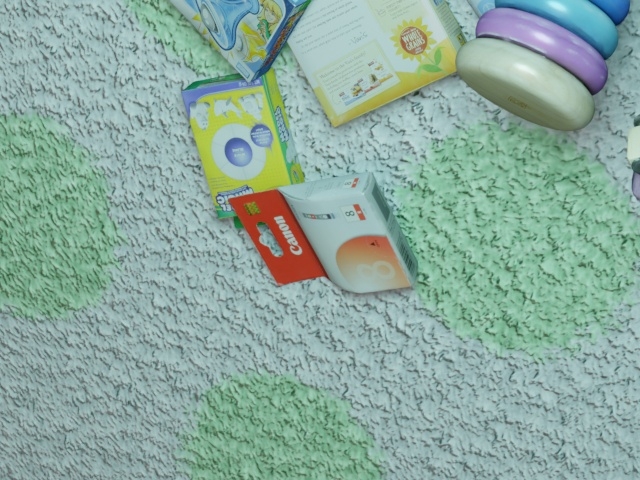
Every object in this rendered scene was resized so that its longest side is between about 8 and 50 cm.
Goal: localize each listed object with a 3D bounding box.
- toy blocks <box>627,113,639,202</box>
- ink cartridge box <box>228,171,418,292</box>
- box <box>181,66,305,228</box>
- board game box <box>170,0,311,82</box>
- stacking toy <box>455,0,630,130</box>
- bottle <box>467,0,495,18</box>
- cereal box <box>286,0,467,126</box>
[{"bbox_3d":[0.454,-0.112,1.679,0.289,0.309,0.260,-10,133,24],"label":"toy blocks"},{"bbox_3d":[0.000,0.000,2.020,0.179,0.045,0.145,-11,129,23],"label":"ink cartridge box"},{"bbox_3d":[-0.081,-0.097,2.042,0.105,0.043,0.179,-8,110,24],"label":"box"},{"bbox_3d":[-0.109,-0.283,1.940,0.201,0.035,0.136,46,140,9],"label":"board game box"},{"bbox_3d":[0.259,-0.274,1.717,0.141,0.141,0.330,27,84,10],"label":"stacking toy"},{"bbox_3d":[0.154,-0.331,1.815,0.118,0.092,0.283,-32,97,24],"label":"bottle"},{"bbox_3d":[0.032,-0.259,1.922,0.173,0.047,0.240,-22,101,31],"label":"cereal box"}]
